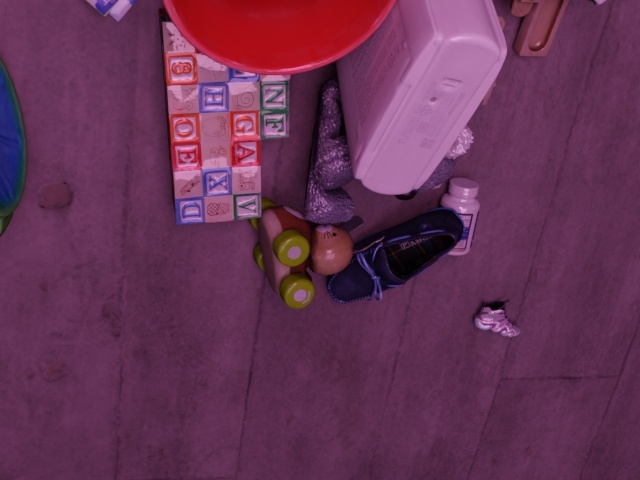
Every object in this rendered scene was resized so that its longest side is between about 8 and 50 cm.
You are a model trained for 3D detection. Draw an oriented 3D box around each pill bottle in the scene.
[{"bbox_3d":[0.230,-0.041,1.339,0.067,0.067,0.120,0,117,-15],"label":"pill bottle"}]

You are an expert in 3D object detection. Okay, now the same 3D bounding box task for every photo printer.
[{"bbox_3d":[0.106,-0.250,0.991,0.107,0.308,0.256,8,140,-19],"label":"photo printer"}]

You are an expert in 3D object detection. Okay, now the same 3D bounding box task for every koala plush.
[{"bbox_3d":[0.099,-0.135,1.169,0.221,0.203,0.196,7,156,-4],"label":"koala plush"}]

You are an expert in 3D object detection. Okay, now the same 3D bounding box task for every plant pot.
[{"bbox_3d":[-0.060,-0.368,0.903,0.274,0.243,0.275,-10,144,-7],"label":"plant pot"}]

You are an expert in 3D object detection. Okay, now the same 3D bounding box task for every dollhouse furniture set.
[{"bbox_3d":[0.301,-0.293,1.177,0.151,0.123,0.144,-2,133,-18],"label":"dollhouse furniture set"}]

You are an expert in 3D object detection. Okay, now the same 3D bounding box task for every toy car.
[{"bbox_3d":[0.000,0.000,1.260,0.188,0.155,0.149,-16,121,-17],"label":"toy car"}]

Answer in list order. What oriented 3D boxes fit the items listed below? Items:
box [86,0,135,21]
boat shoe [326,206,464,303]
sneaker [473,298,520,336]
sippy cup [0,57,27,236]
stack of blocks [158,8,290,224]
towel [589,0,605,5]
[{"bbox_3d":[-0.300,-0.380,1.037,0.109,0.042,0.178,-44,118,10],"label":"box"},{"bbox_3d":[0.111,0.027,1.304,0.258,0.089,0.109,-38,105,23],"label":"boat shoe"},{"bbox_3d":[0.339,0.139,1.479,0.098,0.038,0.069,13,114,-21],"label":"sneaker"},{"bbox_3d":[-0.525,-0.131,1.016,0.224,0.240,0.306,-7,80,1],"label":"sippy cup"},{"bbox_3d":[-0.136,-0.180,1.158,0.171,0.087,0.297,-5,118,-13],"label":"stack of blocks"},{"bbox_3d":[0.357,-0.482,0.981,0.247,0.038,0.325,15,101,-39],"label":"towel"}]
